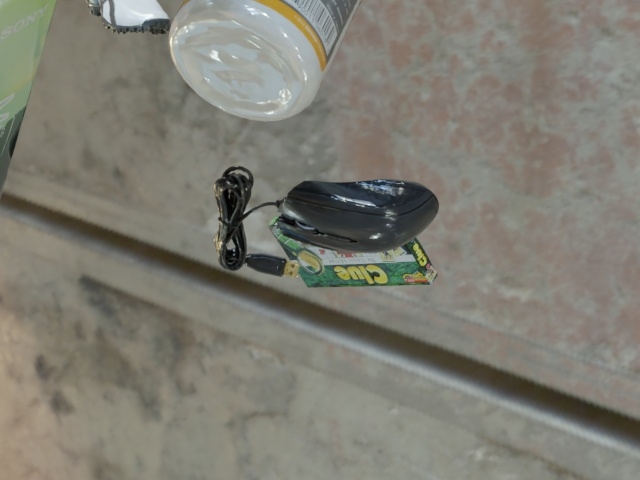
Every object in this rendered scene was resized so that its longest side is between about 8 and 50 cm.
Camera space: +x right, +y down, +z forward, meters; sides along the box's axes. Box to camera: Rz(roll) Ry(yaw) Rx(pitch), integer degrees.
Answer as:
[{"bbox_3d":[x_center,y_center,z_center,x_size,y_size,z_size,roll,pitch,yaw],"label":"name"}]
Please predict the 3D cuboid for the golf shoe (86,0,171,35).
[{"bbox_3d":[-0.245,-0.317,1.685,0.198,0.077,0.093,37,125,49],"label":"golf shoe"}]

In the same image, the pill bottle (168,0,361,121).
[{"bbox_3d":[-0.035,-0.271,1.387,0.162,0.278,0.162,15,145,11],"label":"pill bottle"}]

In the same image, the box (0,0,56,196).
[{"bbox_3d":[-0.270,-0.062,0.674,0.232,0.058,0.322,33,131,6],"label":"box"}]

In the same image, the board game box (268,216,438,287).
[{"bbox_3d":[0.047,0.014,2.053,0.260,0.030,0.136,-4,130,44],"label":"board game box"}]

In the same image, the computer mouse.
[{"bbox_3d":[0.000,0.000,1.552,0.184,0.262,0.060,106,165,-51],"label":"computer mouse"}]
